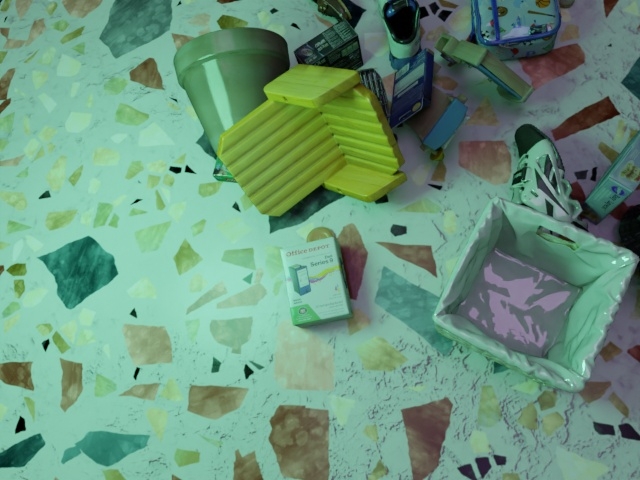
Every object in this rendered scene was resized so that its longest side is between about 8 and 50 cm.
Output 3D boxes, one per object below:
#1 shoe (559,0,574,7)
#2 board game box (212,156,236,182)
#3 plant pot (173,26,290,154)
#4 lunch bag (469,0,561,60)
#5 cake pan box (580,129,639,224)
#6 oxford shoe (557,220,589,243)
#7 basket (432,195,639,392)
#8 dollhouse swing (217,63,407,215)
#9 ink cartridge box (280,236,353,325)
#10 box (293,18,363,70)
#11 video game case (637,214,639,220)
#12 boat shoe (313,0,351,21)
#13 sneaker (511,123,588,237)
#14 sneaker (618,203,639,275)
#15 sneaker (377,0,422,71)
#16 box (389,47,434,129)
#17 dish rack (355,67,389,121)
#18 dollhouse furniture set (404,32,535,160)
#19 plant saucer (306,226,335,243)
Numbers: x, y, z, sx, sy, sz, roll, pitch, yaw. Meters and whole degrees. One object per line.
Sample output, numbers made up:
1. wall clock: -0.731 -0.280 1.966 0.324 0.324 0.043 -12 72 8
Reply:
1. shoe: 0.714 -0.799 1.551 0.077 0.058 0.218 -13 71 7
2. board game box: -0.191 -0.325 1.596 0.214 0.046 0.317 7 74 13
3. plant pot: -0.222 -0.389 1.460 0.324 0.323 0.280 -13 87 7
4. lunch bag: 0.555 -0.669 1.517 0.243 0.115 0.303 -3 71 13
5. cake pan box: 0.750 -0.188 1.256 0.070 0.245 0.266 37 82 16
6. oxford shoe: 0.669 0.040 1.280 0.212 0.076 0.076 36 121 -6
7. basket: 0.467 0.136 1.201 0.329 0.266 0.331 26 79 18
8. dollhouse swing: -0.026 -0.206 1.322 0.305 0.346 0.315 -47 43 -16
9. ink cartridge box: -0.011 0.113 1.393 0.155 0.093 0.212 -12 74 8
10. box: 0.027 -0.548 1.567 0.180 0.147 0.077 -33 70 1
11. video game case: 0.916 -0.049 1.226 0.248 0.035 0.275 41 57 20
12. boat shoe: 0.021 -0.759 1.677 0.073 0.073 0.207 -36 62 1
13. sneaker: 0.549 -0.149 1.349 0.146 0.122 0.330 -17 70 4
14. sneaker: 0.804 0.041 1.261 0.107 0.124 0.283 -17 44 33
15. sneaker: 0.243 -0.680 1.546 0.128 0.182 0.315 -9 72 7
16. box: 0.257 -0.420 1.476 0.037 0.136 0.225 25 60 -27
17. dish rack: 0.059 -0.385 1.521 0.272 0.074 0.208 -12 95 2
18. dollhouse furniture set: 0.382 -0.381 1.482 0.303 0.198 0.286 -54 28 17
19. plant saucer: 0.000 0.000 1.473 0.084 0.013 0.083 -3 73 10
